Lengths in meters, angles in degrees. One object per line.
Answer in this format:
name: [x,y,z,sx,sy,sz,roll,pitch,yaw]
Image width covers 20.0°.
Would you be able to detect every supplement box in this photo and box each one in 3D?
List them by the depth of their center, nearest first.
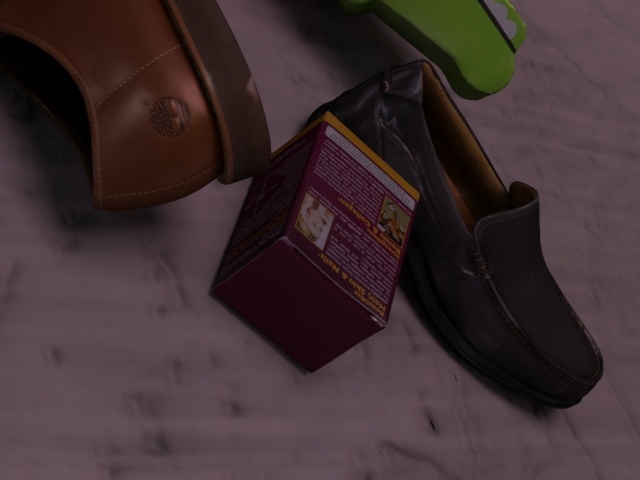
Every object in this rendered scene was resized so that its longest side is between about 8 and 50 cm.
supplement box: [0.000,0.000,0.697,0.055,0.043,0.083,42,36,-18]

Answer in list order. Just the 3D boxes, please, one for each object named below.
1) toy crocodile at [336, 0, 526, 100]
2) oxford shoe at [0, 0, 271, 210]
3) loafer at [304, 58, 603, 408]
toy crocodile: [-0.021,-0.202,0.792,0.340,0.105,0.115,56,-1,-7]
oxford shoe: [-0.095,-0.102,0.654,0.076,0.076,0.212,-22,63,-14]
loafer: [0.067,0.000,0.760,0.170,0.061,0.062,47,35,-13]
